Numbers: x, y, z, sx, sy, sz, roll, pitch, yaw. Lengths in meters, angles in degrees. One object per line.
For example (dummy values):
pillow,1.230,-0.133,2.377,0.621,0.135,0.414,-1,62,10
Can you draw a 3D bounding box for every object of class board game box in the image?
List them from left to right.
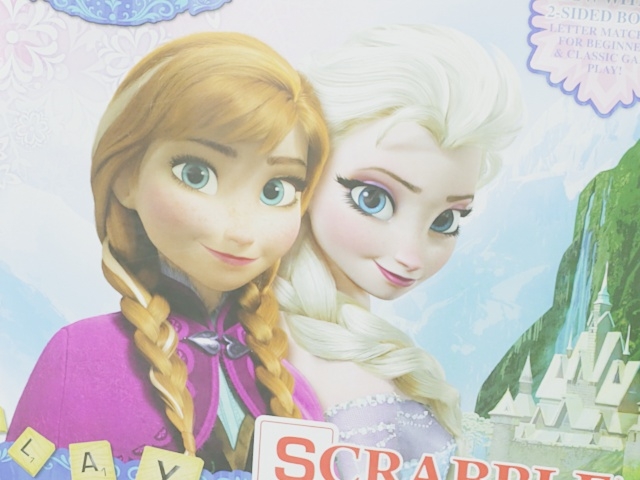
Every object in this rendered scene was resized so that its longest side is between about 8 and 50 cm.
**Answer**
board game box,0.000,0.000,0.760,0.066,0.318,0.318,-57,151,-74
